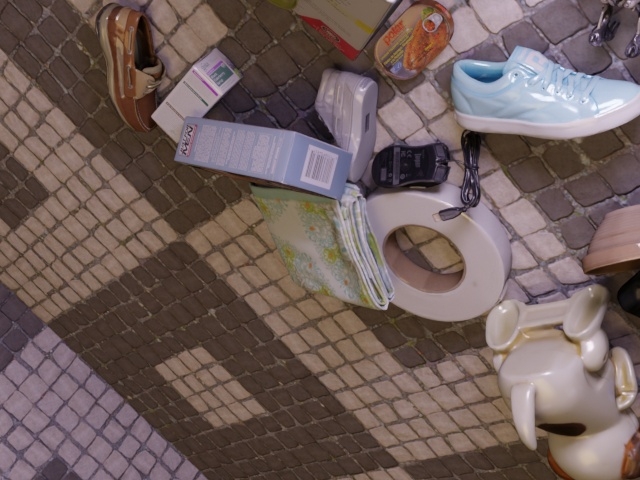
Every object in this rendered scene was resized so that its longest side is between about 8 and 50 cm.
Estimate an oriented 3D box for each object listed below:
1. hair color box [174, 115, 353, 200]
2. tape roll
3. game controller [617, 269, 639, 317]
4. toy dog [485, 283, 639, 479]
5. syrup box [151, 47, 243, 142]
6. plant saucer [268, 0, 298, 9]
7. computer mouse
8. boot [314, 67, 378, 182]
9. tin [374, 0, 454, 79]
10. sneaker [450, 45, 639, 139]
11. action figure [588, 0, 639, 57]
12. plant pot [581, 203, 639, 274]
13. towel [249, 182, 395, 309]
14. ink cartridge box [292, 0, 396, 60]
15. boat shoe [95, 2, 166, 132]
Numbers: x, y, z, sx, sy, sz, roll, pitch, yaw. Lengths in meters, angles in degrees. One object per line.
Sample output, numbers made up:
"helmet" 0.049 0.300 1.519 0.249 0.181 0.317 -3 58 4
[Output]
"hair color box" -0.133 -0.184 1.879 0.374 0.113 0.185 16 -179 44
"tape roll" 0.254 0.027 1.989 0.392 0.072 0.392 18 136 18
"game controller" 0.756 0.147 1.681 0.319 0.067 0.166 25 153 -1
"toy dog" 0.570 0.356 1.858 0.285 0.395 0.408 -21 117 29
"syrup box" -0.292 -0.337 1.993 0.096 0.093 0.237 46 138 -10
"plant saucer" -0.117 -0.490 1.426 0.241 0.037 0.241 42 174 5
"computer mouse" 0.233 -0.124 1.816 0.262 0.184 0.060 -9 167 33
"boot" 0.051 -0.256 1.860 0.123 0.095 0.258 25 132 24
"tin" 0.183 -0.394 1.669 0.106 0.040 0.190 39 139 -11
"sneaker" 0.401 -0.280 1.557 0.366 0.135 0.150 3 132 31
"action figure" 0.486 -0.433 1.358 0.164 0.141 0.275 15 151 25
"plant pot" 0.621 -0.008 1.648 0.237 0.237 0.109 -18 75 43
"towel" 0.000 0.000 2.044 0.374 0.090 0.320 14 131 50
"ink cartridge box" 0.030 -0.492 1.444 0.279 0.160 0.385 41 175 -5
"boat shoe" -0.433 -0.399 2.012 0.120 0.122 0.324 10 134 22
